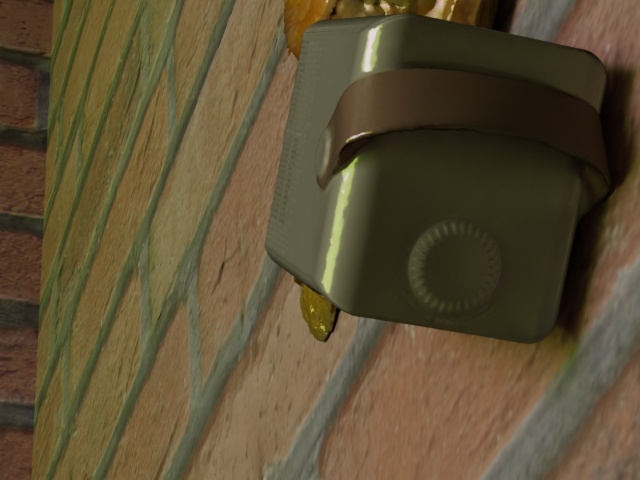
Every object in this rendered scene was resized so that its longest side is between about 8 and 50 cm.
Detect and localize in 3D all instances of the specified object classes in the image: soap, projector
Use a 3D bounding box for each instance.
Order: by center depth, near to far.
[{"bbox_3d":[0.065,-0.043,0.990,0.242,0.163,0.177,-157,76,-75],"label":"projector"},{"bbox_3d":[0.000,0.000,1.389,0.089,0.033,0.168,134,142,-65],"label":"soap"}]

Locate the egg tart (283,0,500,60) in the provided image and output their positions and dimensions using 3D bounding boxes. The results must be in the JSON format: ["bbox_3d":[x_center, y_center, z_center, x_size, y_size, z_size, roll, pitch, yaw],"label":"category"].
[{"bbox_3d":[0.054,-0.209,1.213,0.288,0.118,0.288,-166,90,-74],"label":"egg tart"}]
